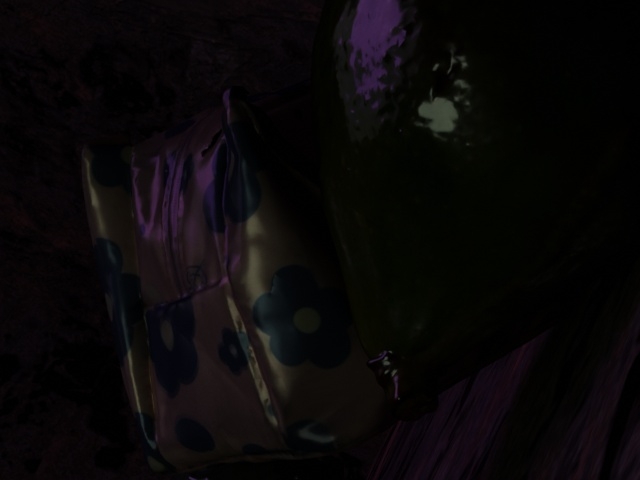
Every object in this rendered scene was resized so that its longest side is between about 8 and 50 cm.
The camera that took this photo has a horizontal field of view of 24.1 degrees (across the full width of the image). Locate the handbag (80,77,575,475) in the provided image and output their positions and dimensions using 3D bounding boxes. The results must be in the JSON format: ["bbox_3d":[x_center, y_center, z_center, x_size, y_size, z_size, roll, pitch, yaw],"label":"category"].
[{"bbox_3d":[0.000,0.000,0.838,0.190,0.193,0.251,-12,8,42],"label":"handbag"}]

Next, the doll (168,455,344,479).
[{"bbox_3d":[-0.087,0.276,0.866,0.349,0.247,0.247,-56,-4,0],"label":"doll"}]

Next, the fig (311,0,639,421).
[{"bbox_3d":[0.067,-0.043,0.685,0.245,0.195,0.195,-60,-4,-2],"label":"fig"}]
